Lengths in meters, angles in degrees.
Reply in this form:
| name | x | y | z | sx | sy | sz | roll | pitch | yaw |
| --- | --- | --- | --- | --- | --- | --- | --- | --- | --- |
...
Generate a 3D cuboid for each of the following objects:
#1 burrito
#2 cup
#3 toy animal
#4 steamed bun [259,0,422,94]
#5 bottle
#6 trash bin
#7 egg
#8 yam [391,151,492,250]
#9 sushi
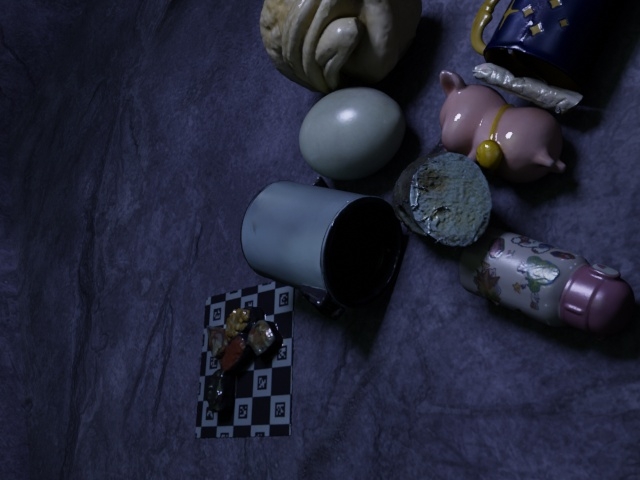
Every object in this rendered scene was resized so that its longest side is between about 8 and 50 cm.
| name | x | y | z | sx | sy | sz | roll | pitch | yaw |
| --- | --- | --- | --- | --- | --- | --- | --- | --- | --- |
| burrito | 0.338 | -0.254 | 1.002 | 0.185 | 0.045 | 0.041 | 28 | 118 | 21 |
| cup | 0.369 | -0.402 | 1.008 | 0.255 | 0.178 | 0.256 | 27 | 93 | 27 |
| toy animal | 0.302 | -0.177 | 1.027 | 0.149 | 0.165 | 0.248 | -51 | 53 | 12 |
| steamed bun | 0.044 | -0.428 | 1.266 | 0.372 | 0.324 | 0.230 | -8 | 86 | 46 |
| bottle | 0.343 | 0.064 | 0.923 | 0.253 | 0.120 | 0.120 | 22 | 91 | 46 |
| trash bin | 0.000 | 0.000 | 1.214 | 0.262 | 0.217 | 0.277 | 14 | 62 | 46 |
| egg | 0.064 | -0.220 | 1.253 | 0.253 | 0.186 | 0.187 | -10 | 68 | 47 |
| yam | 0.198 | -0.074 | 1.025 | 0.254 | 0.154 | 0.154 | -85 | 21 | -84 |
| sushi | -0.205 | 0.278 | 1.427 | 0.343 | 0.064 | 0.359 | -16 | 65 | 40 |
